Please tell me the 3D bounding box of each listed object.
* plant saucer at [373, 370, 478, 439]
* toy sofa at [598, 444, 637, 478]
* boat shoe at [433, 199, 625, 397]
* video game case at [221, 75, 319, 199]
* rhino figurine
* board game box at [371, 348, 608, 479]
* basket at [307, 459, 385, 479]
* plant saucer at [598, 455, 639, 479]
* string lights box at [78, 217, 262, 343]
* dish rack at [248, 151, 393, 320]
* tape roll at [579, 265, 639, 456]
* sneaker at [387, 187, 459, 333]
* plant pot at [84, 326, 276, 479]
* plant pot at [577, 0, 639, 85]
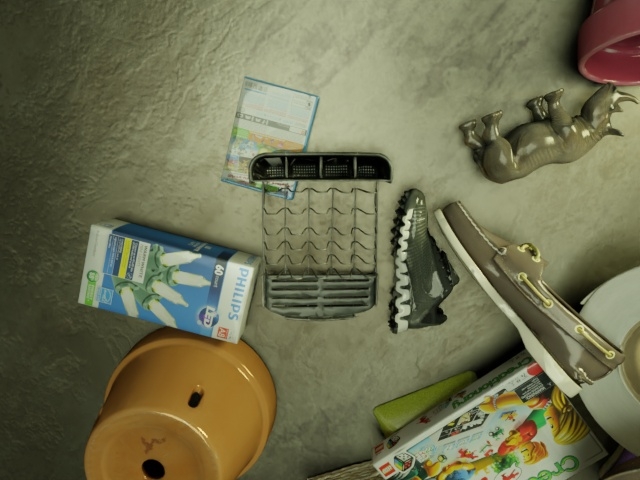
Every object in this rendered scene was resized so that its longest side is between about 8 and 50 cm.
[{"bbox_3d":[0.211,0.340,0.867,0.189,0.045,0.188,-25,99,8],"label":"plant saucer"},{"bbox_3d":[0.595,0.299,0.777,0.177,0.150,0.362,16,102,0],"label":"toy sofa"},{"bbox_3d":[0.291,0.064,0.741,0.097,0.117,0.324,-40,76,17],"label":"boat shoe"},{"bbox_3d":[-0.080,-0.158,0.801,0.119,0.015,0.166,15,102,0],"label":"video game case"},{"bbox_3d":[0.335,-0.159,0.742,0.244,0.073,0.106,-18,97,6],"label":"rhino figurine"},{"bbox_3d":[0.260,0.332,0.810,0.305,0.053,0.193,-37,97,10],"label":"board game box"},{"bbox_3d":[0.058,0.460,0.874,0.167,0.103,0.113,-19,100,9],"label":"basket"},{"bbox_3d":[0.506,0.349,0.642,0.311,0.050,0.310,15,136,15],"label":"plant saucer"},{"bbox_3d":[-0.238,0.062,0.827,0.260,0.077,0.133,14,101,1],"label":"string lights box"},{"bbox_3d":[0.000,0.000,0.788,0.209,0.074,0.271,0,102,-2],"label":"dish rack"},{"bbox_3d":[0.503,0.165,0.700,0.286,0.100,0.285,0,90,46],"label":"tape roll"},{"bbox_3d":[0.163,0.034,0.795,0.106,0.078,0.234,1,105,1],"label":"sneaker"},{"bbox_3d":[-0.229,0.304,0.813,0.291,0.203,0.290,1,103,5],"label":"plant pot"},{"bbox_3d":[0.438,-0.317,0.651,0.202,0.201,0.180,1,86,4],"label":"plant pot"}]
